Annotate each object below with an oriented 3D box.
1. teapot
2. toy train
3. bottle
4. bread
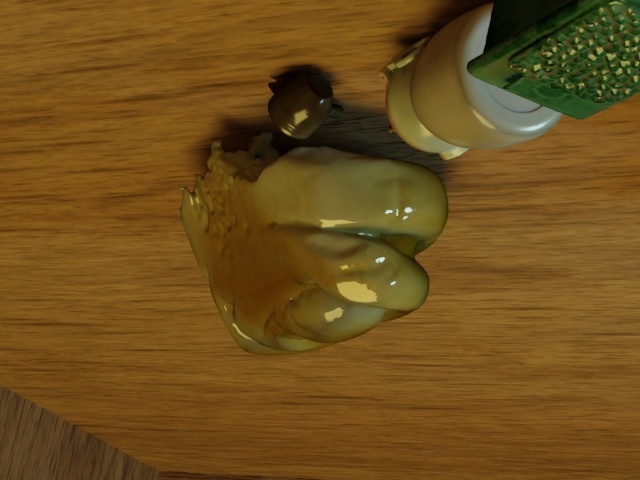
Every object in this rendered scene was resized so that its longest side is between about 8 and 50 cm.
[{"bbox_3d":[-0.012,-0.169,2.017,0.110,0.085,0.080,-6,151,-44],"label":"teapot"},{"bbox_3d":[0.254,-0.240,1.478,0.145,0.202,0.266,19,160,-21],"label":"toy train"},{"bbox_3d":[0.153,-0.161,1.821,0.147,0.148,0.236,21,164,-21],"label":"bottle"},{"bbox_3d":[-0.021,0.010,2.187,0.329,0.245,0.424,21,160,-22],"label":"bread"}]
